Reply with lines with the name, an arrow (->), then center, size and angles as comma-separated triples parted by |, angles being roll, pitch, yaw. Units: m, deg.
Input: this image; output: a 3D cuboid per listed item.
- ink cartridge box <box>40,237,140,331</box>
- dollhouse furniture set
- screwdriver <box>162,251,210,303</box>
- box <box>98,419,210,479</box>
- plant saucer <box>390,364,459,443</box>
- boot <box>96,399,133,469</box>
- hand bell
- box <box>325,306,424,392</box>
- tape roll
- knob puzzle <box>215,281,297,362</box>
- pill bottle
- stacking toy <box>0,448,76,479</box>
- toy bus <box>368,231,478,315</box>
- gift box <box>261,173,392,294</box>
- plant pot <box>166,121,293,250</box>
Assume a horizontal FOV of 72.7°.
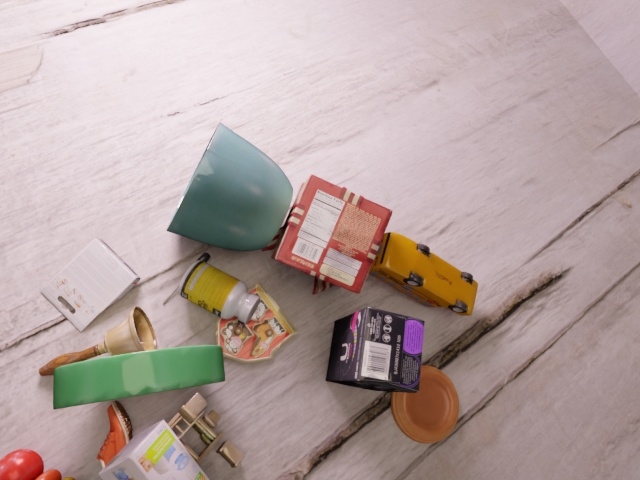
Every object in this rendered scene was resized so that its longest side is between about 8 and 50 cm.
ink cartridge box -> -0.556, 0.107, 1.061 | 0.145, 0.045, 0.179 | 44, 85, 1
dollhouse furniture set -> -0.252, 0.444, 0.943 | 0.182, 0.161, 0.101 | 43, 52, 3
screwdriver -> -0.344, 0.100, 1.123 | 0.025, 0.024, 0.170 | 44, 71, -29
box -> -0.325, 0.498, 0.891 | 0.103, 0.114, 0.203 | -34, 94, 21
plant saucer -> 0.287, 0.437, 1.169 | 0.199, 0.037, 0.200 | 4, 72, -13
boot -> -0.456, 0.440, 0.960 | 0.084, 0.059, 0.158 | -18, 79, -15
hand bell -> -0.516, 0.255, 0.995 | 0.241, 0.126, 0.126 | -22, 79, -7
box -> 0.121, 0.270, 1.052 | 0.143, 0.270, 0.165 | 14, 69, -10
tape roll -> -0.361, 0.278, 0.893 | 0.321, 0.321, 0.077 | -4, 73, -16
knob puzzle -> -0.182, 0.226, 1.116 | 0.213, 0.030, 0.213 | 4, 72, -14
pill bottle -> -0.247, 0.131, 1.077 | 0.184, 0.103, 0.103 | 26, 67, 5
stacking toy -> -0.518, 0.546, 0.880 | 0.330, 0.141, 0.141 | 34, 67, 6
toy bus -> 0.281, 0.100, 1.197 | 0.332, 0.130, 0.108 | 30, 65, -25
gift box -> 0.000, 0.000, 1.125 | 0.255, 0.258, 0.277 | 28, 87, -7
plant pot -> -0.211, -0.106, 1.090 | 0.235, 0.293, 0.293 | 27, 67, -19
